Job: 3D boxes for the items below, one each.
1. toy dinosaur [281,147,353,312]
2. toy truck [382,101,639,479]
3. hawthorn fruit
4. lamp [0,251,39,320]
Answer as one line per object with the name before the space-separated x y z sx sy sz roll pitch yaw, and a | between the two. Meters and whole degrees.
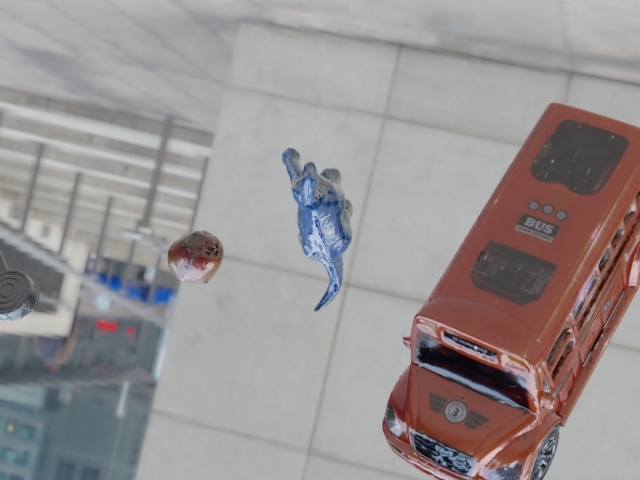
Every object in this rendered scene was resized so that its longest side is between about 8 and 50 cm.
toy dinosaur | 0.000 0.000 1.392 0.075 0.247 0.188 -4 -153 1
toy truck | 0.134 0.037 0.847 0.107 0.252 0.114 22 155 27
hawthorn fruit | -0.163 0.020 1.706 0.077 0.077 0.077 13 178 0
lamp | -0.461 -0.072 1.712 0.130 0.371 0.108 -13 153 4
